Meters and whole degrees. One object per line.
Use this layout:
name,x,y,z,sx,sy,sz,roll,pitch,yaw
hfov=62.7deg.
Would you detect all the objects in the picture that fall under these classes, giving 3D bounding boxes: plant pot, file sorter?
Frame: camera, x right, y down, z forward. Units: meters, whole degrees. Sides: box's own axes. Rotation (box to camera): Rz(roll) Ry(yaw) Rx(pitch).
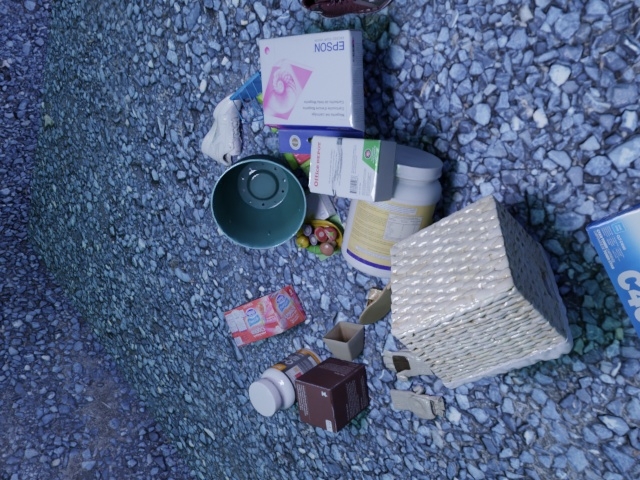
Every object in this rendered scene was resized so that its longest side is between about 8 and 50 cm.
plant pot,0.091,0.356,1.829,0.109,0.109,0.096,3,119,40
file sorter,-0.199,-0.487,1.781,0.170,0.118,0.104,-27,90,43
plant pot,-0.195,-0.151,1.721,0.293,0.235,0.292,-1,113,-3

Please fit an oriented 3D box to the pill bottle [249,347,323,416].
pill bottle,-0.120,0.522,1.940,0.162,0.278,0.162,14,112,36

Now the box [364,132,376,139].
box,0.133,-0.288,1.627,0.067,0.018,0.083,26,120,32

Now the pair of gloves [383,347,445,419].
pair of gloves,0.305,0.472,1.720,0.204,0.042,0.240,2,106,40

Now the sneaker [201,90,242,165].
sneaker,-0.332,-0.410,1.945,0.152,0.114,0.305,39,132,7

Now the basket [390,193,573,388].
basket,0.371,0.124,1.272,0.331,0.328,0.266,-29,125,30

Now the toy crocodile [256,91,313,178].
toy crocodile,-0.087,-0.337,1.694,0.115,0.105,0.340,-28,103,4

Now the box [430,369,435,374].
box,0.421,0.285,1.466,0.220,0.175,0.051,-38,82,41

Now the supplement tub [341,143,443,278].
supplement tub,0.202,-0.085,1.486,0.241,0.241,0.331,29,121,31

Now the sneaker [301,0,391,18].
sneaker,0.064,-0.678,1.457,0.281,0.163,0.106,-1,104,41

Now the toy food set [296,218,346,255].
toy food set,0.000,0.000,1.756,0.218,0.071,0.128,3,125,29

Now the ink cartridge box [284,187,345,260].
ink cartridge box,-0.010,-0.056,1.806,0.171,0.056,0.235,-29,83,42

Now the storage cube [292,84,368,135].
storage cube,-0.013,-0.455,1.586,0.193,0.184,0.215,-40,77,42

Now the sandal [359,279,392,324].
sandal,0.199,0.172,1.705,0.240,0.088,0.079,-54,37,31

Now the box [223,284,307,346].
box,-0.220,0.294,2.041,0.300,0.142,0.154,-27,86,42

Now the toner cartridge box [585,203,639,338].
toner cartridge box,0.758,0.091,1.179,0.165,0.075,0.347,-28,85,41

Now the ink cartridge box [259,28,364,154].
ink cartridge box,-0.028,-0.394,1.448,0.324,0.071,0.329,11,111,38

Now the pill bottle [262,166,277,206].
pill bottle,-0.191,-0.200,1.884,0.094,0.094,0.169,32,123,29

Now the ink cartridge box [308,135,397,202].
ink cartridge box,0.079,-0.187,1.347,0.209,0.087,0.153,14,105,36

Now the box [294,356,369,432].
box,0.043,0.538,1.857,0.167,0.203,0.168,4,106,40
